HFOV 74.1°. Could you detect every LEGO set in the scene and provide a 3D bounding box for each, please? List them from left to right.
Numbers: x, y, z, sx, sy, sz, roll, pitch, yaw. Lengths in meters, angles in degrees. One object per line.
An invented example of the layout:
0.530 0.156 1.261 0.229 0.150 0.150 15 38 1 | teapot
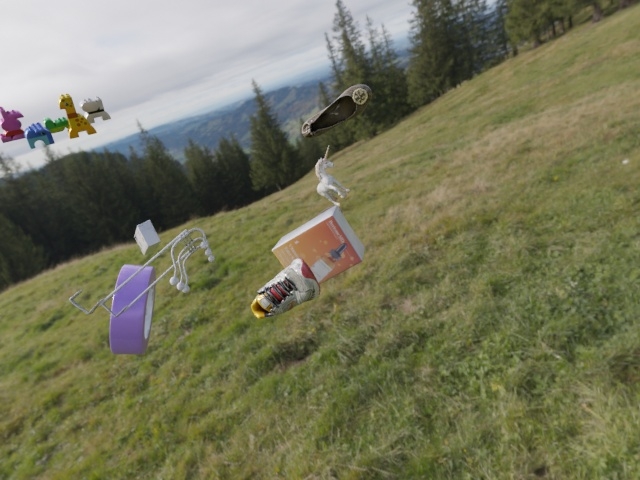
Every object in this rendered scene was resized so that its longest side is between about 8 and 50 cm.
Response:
-0.574 -0.274 0.923 0.227 0.093 0.087 -27 50 -32 | LEGO set

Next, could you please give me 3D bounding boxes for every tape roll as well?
-0.582 0.215 1.330 0.090 0.275 0.275 5 13 -14 | tape roll

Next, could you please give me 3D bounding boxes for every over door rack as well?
-0.420 0.105 1.086 0.324 0.108 0.239 -33 -4 -15 | over door rack

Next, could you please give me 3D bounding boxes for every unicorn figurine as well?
0.025 -0.151 1.120 0.060 0.111 0.162 -53 -1 -35 | unicorn figurine

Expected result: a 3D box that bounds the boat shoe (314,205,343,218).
0.000 0.000 1.923 0.121 0.110 0.341 25 75 33 | boat shoe

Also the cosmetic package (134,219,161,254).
-0.733 -0.007 1.789 0.060 0.099 0.239 -30 3 -28 | cosmetic package

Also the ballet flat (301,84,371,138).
0.046 -0.391 1.305 0.249 0.084 0.058 -27 15 20 | ballet flat

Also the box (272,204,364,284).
-0.002 0.020 0.994 0.170 0.130 0.091 -30 11 18 | box

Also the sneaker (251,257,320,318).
-0.075 0.112 0.871 0.092 0.088 0.225 -27 -13 -36 | sneaker
